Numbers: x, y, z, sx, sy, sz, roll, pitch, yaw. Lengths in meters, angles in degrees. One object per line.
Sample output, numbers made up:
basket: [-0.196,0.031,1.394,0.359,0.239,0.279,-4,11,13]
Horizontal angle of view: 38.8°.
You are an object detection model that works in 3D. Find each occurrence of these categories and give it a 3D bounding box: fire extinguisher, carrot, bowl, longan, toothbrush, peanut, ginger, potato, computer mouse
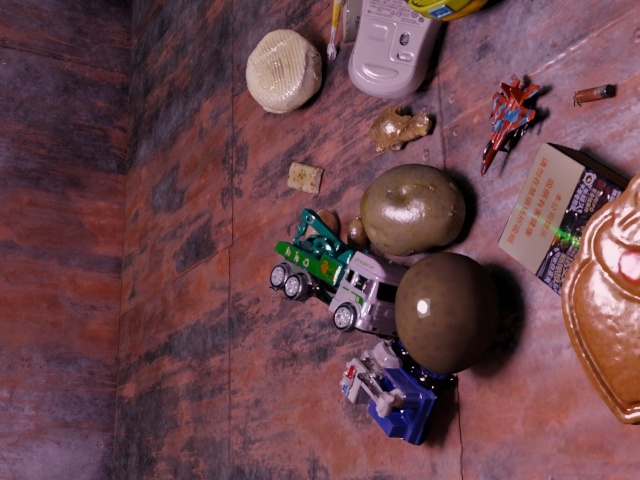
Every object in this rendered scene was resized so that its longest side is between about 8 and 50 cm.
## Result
fire extinguisher: [0.445,-0.237,1.495,0.083,0.022,0.028,-4,109,60]
carrot: [0.077,0.072,2.034,0.049,0.049,0.254,6,92,60]
bowl: [0.107,-0.547,2.036,0.211,0.112,0.211,179,90,-88]
longan: [0.226,0.126,1.611,0.197,0.197,0.220,-24,57,56]
toothbrush: [0.036,-0.526,2.166,0.288,0.021,0.024,98,154,-64]
peanut: [0.000,0.000,2.153,0.076,0.076,0.152,3,81,60]
ginger: [0.173,-0.248,1.933,0.165,0.067,0.096,-15,69,44]
potato: [0.180,-0.059,1.783,0.235,0.160,0.177,9,115,47]
computer mouse: [0.166,-0.442,1.911,0.184,0.121,0.296,12,92,18]

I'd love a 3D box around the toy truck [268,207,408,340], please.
toy truck: [0.038,0.075,1.925,0.363,0.177,0.177,33,104,47]

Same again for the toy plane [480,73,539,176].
toy plane: [0.334,-0.201,1.641,0.130,0.061,0.189,45,126,54]

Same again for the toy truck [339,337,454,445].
toy truck: [0.132,0.287,1.743,0.213,0.177,0.161,45,122,54]

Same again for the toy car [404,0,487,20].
toy car: [0.268,-0.533,1.759,0.200,0.142,0.247,-4,71,49]

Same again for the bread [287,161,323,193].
bread: [-0.041,-0.160,2.315,0.154,0.028,0.068,23,104,61]

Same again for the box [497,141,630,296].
box: [0.423,-0.005,1.409,0.310,0.084,0.198,48,123,54]

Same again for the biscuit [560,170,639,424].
biscuit: [0.499,0.050,1.176,0.350,0.078,0.455,44,119,39]

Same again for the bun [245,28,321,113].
bun: [-0.083,-0.429,2.352,0.221,0.134,0.220,-3,84,32]
